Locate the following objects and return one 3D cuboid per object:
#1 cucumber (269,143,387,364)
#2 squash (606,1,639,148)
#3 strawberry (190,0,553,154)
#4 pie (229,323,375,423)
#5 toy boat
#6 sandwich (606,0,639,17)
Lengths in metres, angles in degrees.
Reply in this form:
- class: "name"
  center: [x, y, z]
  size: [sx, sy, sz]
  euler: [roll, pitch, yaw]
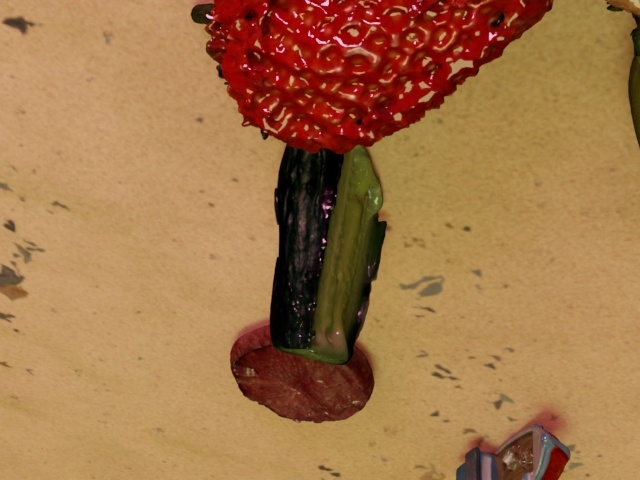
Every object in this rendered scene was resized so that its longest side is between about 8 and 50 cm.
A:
- class: "cucumber"
  center: [0.000, 0.000, 0.841]
  size: [0.085, 0.193, 0.115]
  euler: [-1, 165, 20]
- class: "squash"
  center: [0.286, -0.050, 0.740]
  size: [0.087, 0.087, 0.331]
  euler: [-18, 127, 31]
- class: "strawberry"
  center: [0.027, -0.142, 0.700]
  size: [0.286, 0.106, 0.188]
  euler: [-18, 129, 31]
- class: "pie"
  center: [-0.020, 0.135, 1.056]
  size: [0.154, 0.036, 0.154]
  euler: [8, 137, 8]
- class: "toy boat"
  center: [0.196, 0.238, 1.078]
  size: [0.058, 0.069, 0.173]
  euler: [20, 143, -18]
- class: "sandwich"
  center: [0.239, -0.220, 0.515]
  size: [0.249, 0.095, 0.273]
  euler: [32, 140, 7]
